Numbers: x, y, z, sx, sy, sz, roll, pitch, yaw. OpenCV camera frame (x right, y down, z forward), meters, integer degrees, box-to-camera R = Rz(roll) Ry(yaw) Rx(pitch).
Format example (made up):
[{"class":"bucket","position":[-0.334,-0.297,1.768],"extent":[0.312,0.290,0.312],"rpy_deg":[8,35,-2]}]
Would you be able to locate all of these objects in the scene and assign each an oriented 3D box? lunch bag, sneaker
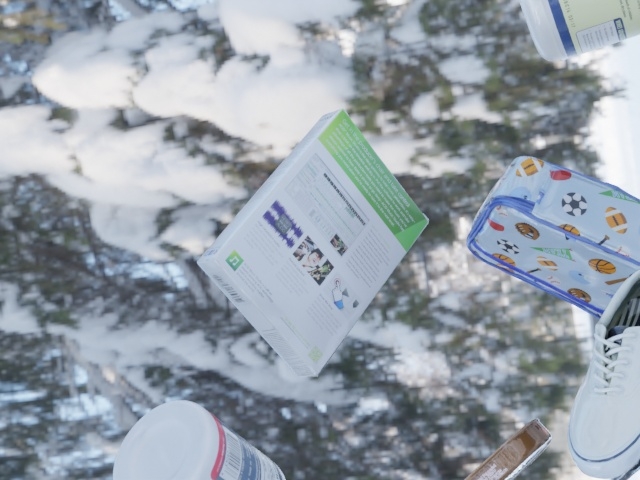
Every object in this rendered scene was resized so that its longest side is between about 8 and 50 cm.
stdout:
[{"class":"lunch bag","position":[0.374,0.012,1.533],"extent":[0.115,0.303,0.243],"rpy_deg":[-60,-5,-24]},{"class":"sneaker","position":[0.323,0.138,1.149],"extent":[0.091,0.094,0.258],"rpy_deg":[61,-138,-32]}]

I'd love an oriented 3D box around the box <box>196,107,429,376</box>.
[{"class":"box","position":[0.000,0.000,1.505],"extent":[0.232,0.058,0.322],"rpy_deg":[51,-120,-21]}]

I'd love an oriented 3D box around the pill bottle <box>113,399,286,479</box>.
[{"class":"pill bottle","position":[-0.092,0.231,0.954],"extent":[0.180,0.108,0.108],"rpy_deg":[48,-146,-41]}]

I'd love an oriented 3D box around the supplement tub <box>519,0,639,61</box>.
[{"class":"supplement tub","position":[0.433,-0.405,1.455],"extent":[0.235,0.325,0.235],"rpy_deg":[-17,-90,-72]}]

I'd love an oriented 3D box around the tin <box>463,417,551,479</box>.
[{"class":"tin","position":[0.219,0.303,1.343],"extent":[0.040,0.190,0.106],"rpy_deg":[48,-175,25]}]

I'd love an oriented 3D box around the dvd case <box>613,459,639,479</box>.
[{"class":"dvd case","position":[0.510,0.296,1.676],"extent":[0.221,0.018,0.164],"rpy_deg":[76,-146,-69]}]
